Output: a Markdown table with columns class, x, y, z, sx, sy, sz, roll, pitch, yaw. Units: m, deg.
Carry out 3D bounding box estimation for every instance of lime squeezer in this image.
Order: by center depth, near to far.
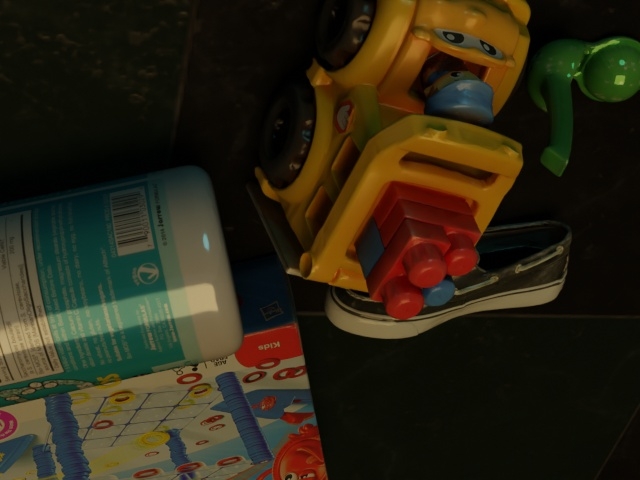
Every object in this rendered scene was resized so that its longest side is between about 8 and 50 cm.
| class | x | y | z | sx | sy | sz | roll | pitch | yaw |
| --- | --- | --- | --- | --- | --- | --- | --- | --- | --- |
| lime squeezer | 0.223 | -0.116 | 0.804 | 0.310 | 0.110 | 0.059 | -16 | 124 | -44 |

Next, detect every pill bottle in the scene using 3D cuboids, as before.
| class | x | y | z | sx | sy | sz | roll | pitch | yaw |
| --- | --- | --- | --- | --- | --- | --- | --- | --- | --- |
| pill bottle | -0.196 | 0.039 | 0.788 | 0.264 | 0.146 | 0.146 | -12 | 133 | -4 |

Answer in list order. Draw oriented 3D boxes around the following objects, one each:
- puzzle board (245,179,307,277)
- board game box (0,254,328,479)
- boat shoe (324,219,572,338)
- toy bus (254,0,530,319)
| class | x | y | z | sx | sy | sz | roll | pitch | yaw |
| --- | --- | --- | --- | --- | --- | --- | --- | --- | --- |
| puzzle board | 0.000 | 0.000 | 0.819 | 0.096 | 0.128 | 0.011 | 15 | 116 | -27 |
| board game box | -0.154 | 0.179 | 0.965 | 0.308 | 0.086 | 0.302 | -14 | 133 | -4 |
| boat shoe | 0.108 | 0.022 | 0.911 | 0.219 | 0.078 | 0.070 | -11 | 134 | -17 |
| toy bus | 0.064 | -0.058 | 0.731 | 0.149 | 0.211 | 0.220 | 13 | 125 | -24 |
